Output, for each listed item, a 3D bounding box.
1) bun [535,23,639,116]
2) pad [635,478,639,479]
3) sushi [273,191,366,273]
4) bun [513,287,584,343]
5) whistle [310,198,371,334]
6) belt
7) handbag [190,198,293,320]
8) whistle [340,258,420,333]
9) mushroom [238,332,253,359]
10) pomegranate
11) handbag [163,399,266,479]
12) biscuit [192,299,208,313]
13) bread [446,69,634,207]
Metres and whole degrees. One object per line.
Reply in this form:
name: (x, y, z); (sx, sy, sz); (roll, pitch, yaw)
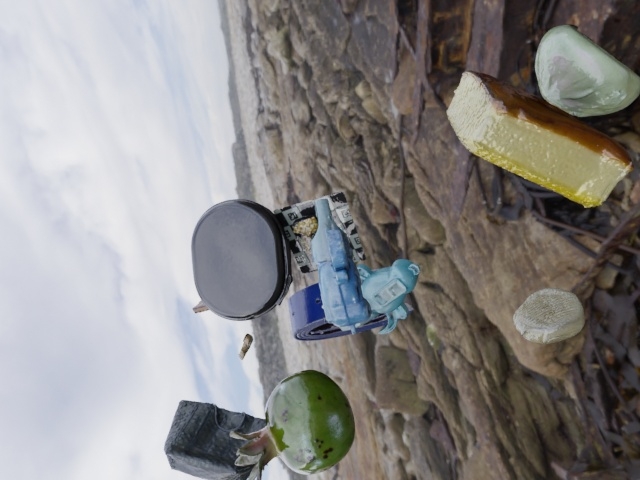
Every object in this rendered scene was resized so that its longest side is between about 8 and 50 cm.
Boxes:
bun: (0.655, -0.412, 1.221); (0.179, 0.283, 0.283); (-52, 37, 36)
pad: (1.060, 0.732, 1.455); (0.006, 0.187, 0.113); (63, -159, 10)
sushi: (0.000, 0.000, 1.223); (0.051, 0.192, 0.215); (-79, -29, -56)
bun: (0.613, 0.214, 1.276); (0.114, 0.173, 0.167); (60, -148, -26)
whistle: (0.033, 0.049, 0.921); (0.180, 0.093, 0.269); (19, -121, -86)
belt: (0.077, 0.182, 1.342); (0.212, 0.346, 0.117); (60, -163, -60)
handbag: (-0.199, 0.050, 1.210); (0.093, 0.253, 0.308); (-11, -83, -86)
whistle: (0.130, 0.132, 1.119); (0.186, 0.274, 0.093); (46, -145, -4)
mushroom: (-0.184, 0.263, 1.178); (0.049, 0.019, 0.101); (-59, -8, -44)
pomegranate: (-0.048, 0.337, 0.854); (0.181, 0.224, 0.182); (45, 145, 45)
handbag: (-0.254, 0.485, 1.164); (0.175, 0.270, 0.089); (-67, -16, -49)
biscuit: (-0.336, 0.176, 1.603); (0.176, 0.228, 0.031); (3, 120, 55)
bread: (0.467, -0.238, 1.061); (0.324, 0.332, 0.143); (-86, 19, -60)
